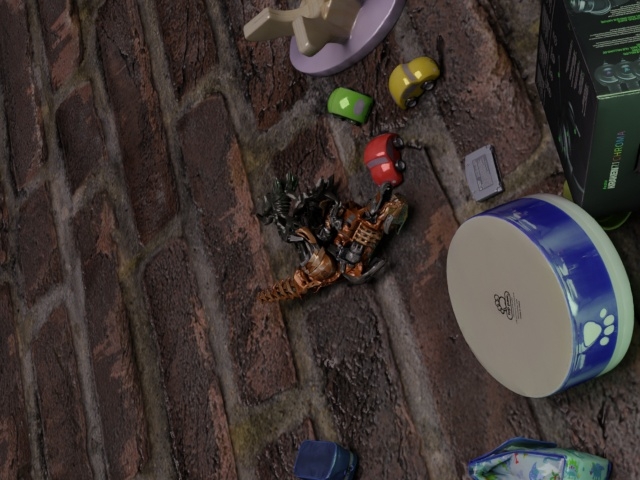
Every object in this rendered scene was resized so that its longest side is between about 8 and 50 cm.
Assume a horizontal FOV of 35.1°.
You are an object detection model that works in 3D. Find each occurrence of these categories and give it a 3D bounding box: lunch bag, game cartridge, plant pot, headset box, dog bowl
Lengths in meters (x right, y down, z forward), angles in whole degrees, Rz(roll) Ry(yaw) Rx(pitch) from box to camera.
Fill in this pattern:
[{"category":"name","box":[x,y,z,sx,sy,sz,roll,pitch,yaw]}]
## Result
[{"category":"lunch bag","box":[0.014,0.371,1.665,0.098,0.065,0.067,-4,60,44]},{"category":"game cartridge","box":[0.257,-0.105,1.604,0.056,0.017,0.083,-25,62,32]},{"category":"lunch bag","box":[0.295,0.319,1.368,0.151,0.129,0.096,-4,74,45]},{"category":"plant pot","box":[0.388,-0.066,1.433,0.079,0.083,0.083,33,102,56]},{"category":"headset box","box":[0.377,-0.200,1.310,0.131,0.246,0.283,-9,54,2]},{"category":"dog bowl","box":[0.290,0.074,1.371,0.265,0.104,0.264,41,140,46]}]

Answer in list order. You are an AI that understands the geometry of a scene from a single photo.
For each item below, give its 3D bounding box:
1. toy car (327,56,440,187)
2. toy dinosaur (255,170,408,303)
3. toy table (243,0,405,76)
[{"category":"toy car","box":[0.083,-0.226,1.775,0.225,0.053,0.239,23,95,44]},{"category":"toy dinosaur","box":[0.000,0.000,1.735,0.322,0.164,0.218,-35,71,6]},{"category":"toy table","box":[0.003,-0.423,1.834,0.274,0.161,0.252,-43,52,27]}]
